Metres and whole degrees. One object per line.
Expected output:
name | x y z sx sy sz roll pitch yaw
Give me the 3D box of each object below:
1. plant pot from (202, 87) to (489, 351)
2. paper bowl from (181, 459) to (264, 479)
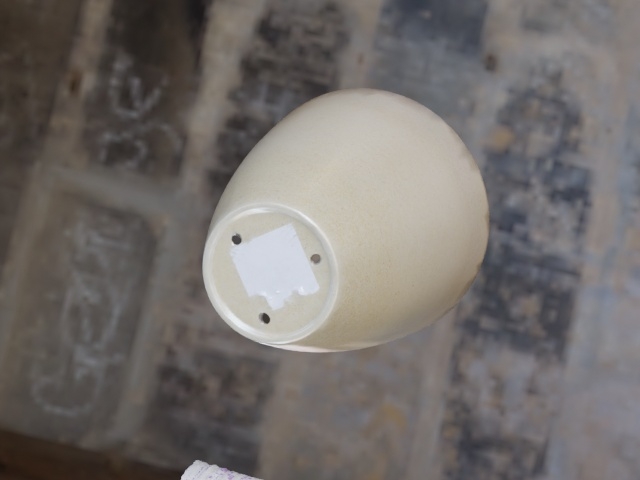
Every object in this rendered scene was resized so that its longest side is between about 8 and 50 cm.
plant pot | 0.000 0.000 1.646 0.274 0.256 0.256 -29 -45 -68
paper bowl | -0.142 0.350 1.681 0.284 0.148 0.284 17 -90 -82
